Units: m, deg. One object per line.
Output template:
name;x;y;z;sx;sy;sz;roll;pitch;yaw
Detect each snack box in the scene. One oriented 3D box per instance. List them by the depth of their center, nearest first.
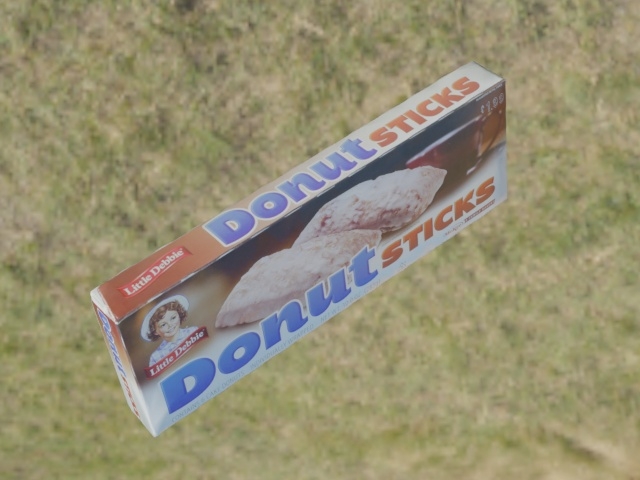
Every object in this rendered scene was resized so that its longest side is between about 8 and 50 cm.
snack box;0.000;0.000;0.456;0.178;0.022;0.064;-33;139;-23
